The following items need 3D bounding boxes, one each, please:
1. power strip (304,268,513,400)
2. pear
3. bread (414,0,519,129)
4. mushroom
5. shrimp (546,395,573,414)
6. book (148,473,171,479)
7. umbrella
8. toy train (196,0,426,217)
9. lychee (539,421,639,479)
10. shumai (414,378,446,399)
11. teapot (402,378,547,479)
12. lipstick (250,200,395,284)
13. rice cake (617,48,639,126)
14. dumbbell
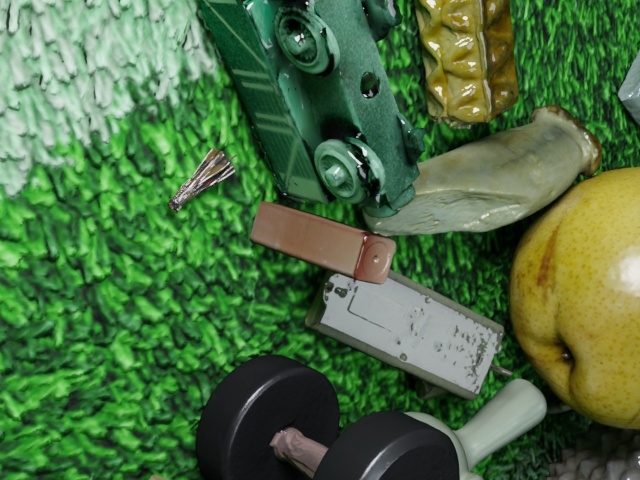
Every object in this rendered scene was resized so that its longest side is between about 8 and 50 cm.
[{"bbox_3d":[0.106,0.097,1.066,0.268,0.034,0.092,26,83,-25],"label":"power strip"},{"bbox_3d":[0.374,0.063,1.190,0.314,0.314,0.314,-15,112,-40],"label":"pear"},{"bbox_3d":[0.141,-0.248,1.015,0.087,0.098,0.269,-79,159,-63],"label":"bread"},{"bbox_3d":[0.189,-0.066,1.108,0.333,0.107,0.087,-25,152,-37],"label":"mushroom"},{"bbox_3d":[0.393,0.198,1.360,0.195,0.148,0.035,-11,74,-46],"label":"shrimp"},{"bbox_3d":[-0.118,0.331,0.984,0.231,0.026,0.161,35,80,-43],"label":"book"},{"bbox_3d":[-0.104,-0.054,0.891,0.083,0.020,0.031,-40,126,-22],"label":"umbrella"},{"bbox_3d":[-0.001,-0.136,0.867,0.115,0.154,0.269,-44,129,-27],"label":"toy train"},{"bbox_3d":[0.444,0.433,1.304,0.380,0.380,0.431,10,75,-45],"label":"lychee"},{"bbox_3d":[0.137,0.136,1.155,0.083,0.082,0.080,-17,76,-21],"label":"shumai"},{"bbox_3d":[0.127,0.252,1.089,0.318,0.149,0.220,-57,160,-17],"label":"teapot"},{"bbox_3d":[0.000,0.000,0.914,0.045,0.145,0.045,10,96,-44],"label":"lipstick"},{"bbox_3d":[0.468,-0.265,1.349,0.085,0.040,0.226,33,79,-43],"label":"rice cake"},{"bbox_3d":[0.004,0.207,0.931,0.153,0.218,0.152,-16,115,-39],"label":"dumbbell"}]
